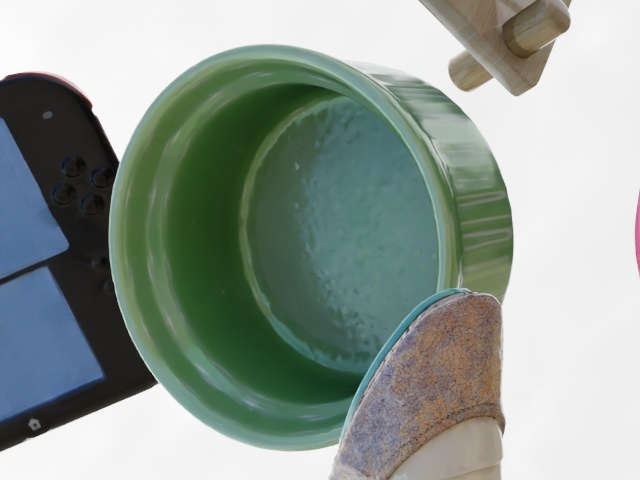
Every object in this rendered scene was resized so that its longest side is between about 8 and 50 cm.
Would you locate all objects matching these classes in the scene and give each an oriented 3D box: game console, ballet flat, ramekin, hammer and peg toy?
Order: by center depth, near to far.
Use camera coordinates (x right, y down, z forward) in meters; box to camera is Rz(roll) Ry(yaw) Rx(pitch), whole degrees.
[{"bbox_3d":[0.055,0.169,1.111,0.107,0.106,0.316,-9,-41,-37],"label":"ballet flat"},{"bbox_3d":[0.000,0.000,1.377,0.148,0.303,0.303,-10,-46,-57],"label":"ramekin"},{"bbox_3d":[0.152,-0.316,1.621,0.127,0.266,0.361,-32,21,41],"label":"hammer and peg toy"},{"bbox_3d":[-0.345,0.045,1.740,0.387,0.342,0.060,-23,13,6],"label":"game console"}]

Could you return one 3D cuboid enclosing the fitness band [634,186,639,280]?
[{"bbox_3d":[0.255,-0.009,0.673,0.291,0.054,0.209,10,-59,-23],"label":"fitness band"}]
